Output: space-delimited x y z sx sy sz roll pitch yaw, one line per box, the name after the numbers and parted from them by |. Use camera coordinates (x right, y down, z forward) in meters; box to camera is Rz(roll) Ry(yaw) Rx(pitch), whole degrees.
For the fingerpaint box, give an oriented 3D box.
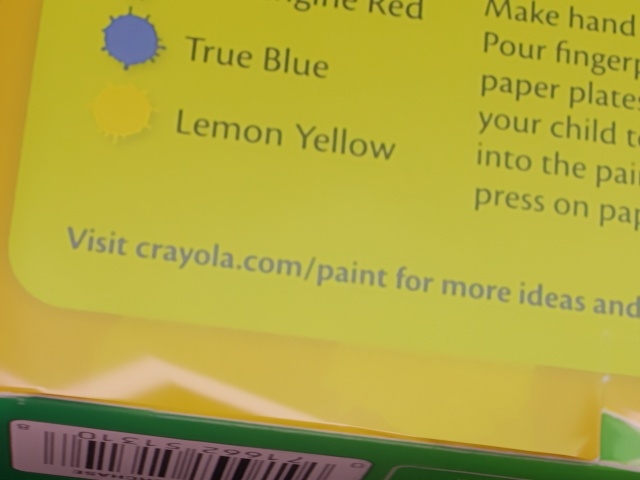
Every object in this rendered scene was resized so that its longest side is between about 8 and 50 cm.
0.118 -0.082 0.601 0.445 0.163 0.371 7 70 -6 | fingerpaint box
